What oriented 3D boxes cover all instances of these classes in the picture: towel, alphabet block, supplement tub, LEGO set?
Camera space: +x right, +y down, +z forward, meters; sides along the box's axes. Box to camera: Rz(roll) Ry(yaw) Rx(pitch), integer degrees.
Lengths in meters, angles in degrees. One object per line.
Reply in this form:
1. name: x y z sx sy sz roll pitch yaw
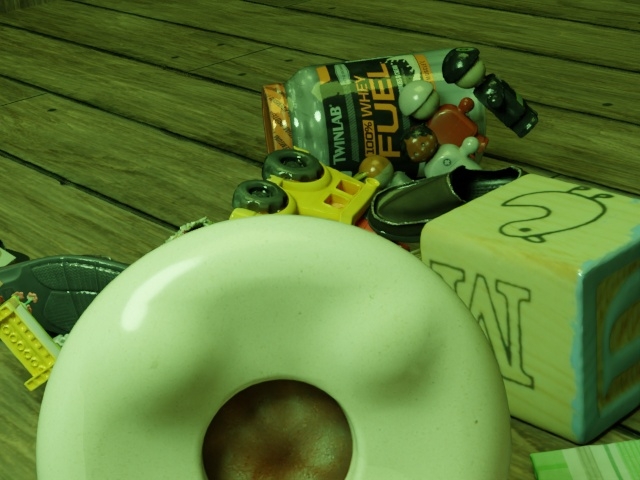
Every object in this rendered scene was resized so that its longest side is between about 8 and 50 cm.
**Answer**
1. towel: 0.272 0.219 1.080 0.152 0.023 0.113 -7 21 3
2. alphabet block: 0.238 0.062 1.228 0.192 0.193 0.197 -24 29 -39
3. supplement tub: 0.077 -0.180 1.819 0.316 0.193 0.193 -9 24 -7
4. LEGO set: -0.269 0.099 1.329 0.287 0.132 0.107 18 19 0

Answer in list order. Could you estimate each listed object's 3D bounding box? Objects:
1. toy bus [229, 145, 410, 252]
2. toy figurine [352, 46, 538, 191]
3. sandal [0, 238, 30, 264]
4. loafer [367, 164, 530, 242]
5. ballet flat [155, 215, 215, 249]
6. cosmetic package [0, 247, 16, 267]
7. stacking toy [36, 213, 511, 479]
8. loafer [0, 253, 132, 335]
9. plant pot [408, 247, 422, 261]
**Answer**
1. toy bus: 0.000 0.000 1.517 0.212 0.149 0.220 19 32 14
2. toy figurine: 0.162 -0.136 1.619 0.209 0.148 0.213 -54 12 -22
3. sandal: -0.478 0.009 1.696 0.179 0.040 0.067 12 29 35
4. loafer: 0.156 -0.057 1.437 0.220 0.078 0.080 -10 49 19
5. ballet flat: -0.159 0.018 1.501 0.077 0.091 0.241 -48 13 8
6. cosmetic package: -0.464 0.022 1.578 0.115 0.060 0.041 30 30 5
7. stacking toy: -0.054 0.130 1.075 0.351 0.350 0.480 -8 9 -6
8. loafer: -0.335 0.060 1.475 0.303 0.109 0.095 -5 19 9
9. plant pot: 0.092 0.042 1.381 0.236 0.032 0.236 -23 2 1
